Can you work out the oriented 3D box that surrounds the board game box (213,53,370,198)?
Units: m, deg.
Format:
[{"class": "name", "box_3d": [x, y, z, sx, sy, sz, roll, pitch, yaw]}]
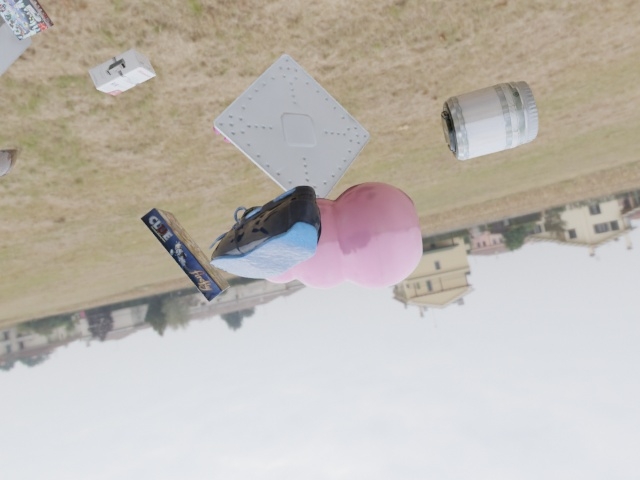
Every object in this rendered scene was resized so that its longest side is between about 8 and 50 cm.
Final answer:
[{"class": "board game box", "box_3d": [-0.076, -0.335, 1.518, 0.390, 0.390, 0.050, -55, -167, -30]}]

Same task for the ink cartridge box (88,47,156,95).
[{"class": "ink cartridge box", "box_3d": [-0.526, -0.448, 1.299, 0.135, 0.056, 0.099, -23, -176, 6]}]

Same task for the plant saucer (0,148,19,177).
[{"class": "plant saucer", "box_3d": [-0.743, -0.116, 0.933, 0.311, 0.050, 0.310, -13, -167, 3]}]

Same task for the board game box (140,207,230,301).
[{"class": "board game box", "box_3d": [-0.317, 0.034, 1.170, 0.042, 0.243, 0.165, -39, -177, -4]}]

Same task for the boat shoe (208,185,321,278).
[{"class": "boat shoe", "box_3d": [-0.069, -0.005, 0.679, 0.109, 0.088, 0.258, 23, 156, -33]}]

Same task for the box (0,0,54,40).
[{"class": "box", "box_3d": [-0.696, -0.541, 1.115, 0.094, 0.137, 0.027, -13, -142, 18]}]

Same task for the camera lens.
[{"class": "camera lens", "box_3d": [0.561, -0.404, 1.646, 0.275, 0.219, 0.219, -14, 176, 10]}]

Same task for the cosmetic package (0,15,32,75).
[{"class": "cosmetic package", "box_3d": [-0.931, -0.549, 1.361, 0.107, 0.237, 0.127, 17, 147, -3]}]

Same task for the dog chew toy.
[{"class": "dog chew toy", "box_3d": [0.021, 0.002, 0.939, 0.332, 0.206, 0.206, -8, 177, 5]}]
